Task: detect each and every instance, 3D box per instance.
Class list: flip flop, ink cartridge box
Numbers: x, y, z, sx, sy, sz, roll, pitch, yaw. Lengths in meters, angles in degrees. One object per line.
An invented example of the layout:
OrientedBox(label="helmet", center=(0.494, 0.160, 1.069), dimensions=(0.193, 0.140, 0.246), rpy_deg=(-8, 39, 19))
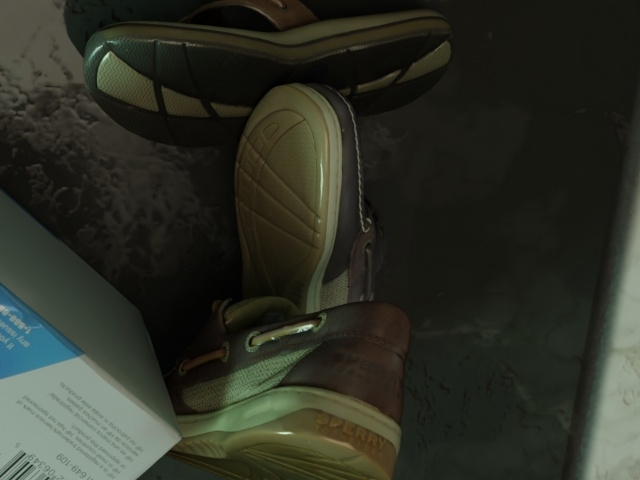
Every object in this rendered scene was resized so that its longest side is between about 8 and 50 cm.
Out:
OrientedBox(label="flip flop", center=(-0.034, -0.133, 0.955), dimensions=(0.277, 0.080, 0.112), rpy_deg=(-11, 152, -25))
OrientedBox(label="ink cartridge box", center=(-0.270, 0.120, 0.931), dimensions=(0.270, 0.197, 0.198), rpy_deg=(-42, 117, 4))

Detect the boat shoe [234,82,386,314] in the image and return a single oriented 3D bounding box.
OrientedBox(label="boat shoe", center=(0.000, 0.000, 0.998), dimensions=(0.092, 0.103, 0.285), rpy_deg=(-24, 136, -29))

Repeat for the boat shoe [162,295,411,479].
OrientedBox(label="boat shoe", center=(-0.038, 0.100, 0.949), dimensions=(0.123, 0.342, 0.123), rpy_deg=(24, 71, -18))
